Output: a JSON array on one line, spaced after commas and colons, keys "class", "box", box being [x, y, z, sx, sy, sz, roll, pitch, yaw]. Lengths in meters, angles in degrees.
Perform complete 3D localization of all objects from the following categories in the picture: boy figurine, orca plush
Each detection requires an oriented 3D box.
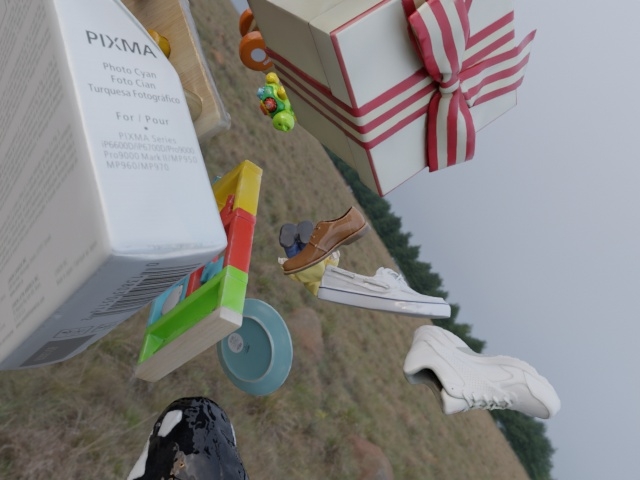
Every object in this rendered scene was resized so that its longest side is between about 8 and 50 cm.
[{"class": "boy figurine", "box": [-0.026, 0.063, 1.518, 0.285, 0.177, 0.092, 67, 16, -52]}, {"class": "orca plush", "box": [-0.101, 0.236, 0.375, 0.151, 0.102, 0.287, 27, 41, -10]}]

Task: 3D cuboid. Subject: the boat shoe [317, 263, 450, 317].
[{"class": "boat shoe", "box": [0.118, 0.092, 0.989, 0.095, 0.258, 0.084, 36, 63, -69]}]

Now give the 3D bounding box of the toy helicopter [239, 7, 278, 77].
[{"class": "toy helicopter", "box": [-0.007, -0.488, 1.143, 0.235, 0.355, 0.140, 25, 41, -33]}]

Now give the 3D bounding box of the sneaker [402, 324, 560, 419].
[{"class": "sneaker", "box": [0.228, 0.222, 0.778, 0.232, 0.115, 0.090, 18, -41, 26]}]

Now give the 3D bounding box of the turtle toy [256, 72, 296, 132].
[{"class": "turtle toy", "box": [-0.088, -0.278, 1.087, 0.130, 0.066, 0.095, 55, -2, 30]}]

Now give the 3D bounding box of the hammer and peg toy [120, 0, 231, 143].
[{"class": "hammer and peg toy", "box": [-0.307, -0.179, 0.703, 0.265, 0.362, 0.127, 69, 18, 10]}]

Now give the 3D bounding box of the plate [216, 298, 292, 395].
[{"class": "plate", "box": [-0.136, 0.206, 1.005, 0.024, 0.188, 0.188, -4, 59, -58]}]

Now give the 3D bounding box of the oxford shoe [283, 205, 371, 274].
[{"class": "oxford shoe", "box": [0.000, 0.000, 1.130, 0.076, 0.212, 0.076, 57, -4, -13]}]

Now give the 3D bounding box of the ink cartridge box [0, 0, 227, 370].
[{"class": "ink cartridge box", "box": [-0.243, -0.107, 0.472, 0.091, 0.308, 0.384, -2, 69, -44]}]

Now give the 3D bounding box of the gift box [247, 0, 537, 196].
[{"class": "gift box", "box": [0.097, -0.247, 0.632, 0.258, 0.276, 0.255, 49, -6, 42]}]

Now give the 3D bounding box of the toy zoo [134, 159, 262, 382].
[{"class": "toy zoo", "box": [-0.154, 0.018, 0.688, 0.030, 0.192, 0.293, 31, 42, -30]}]
